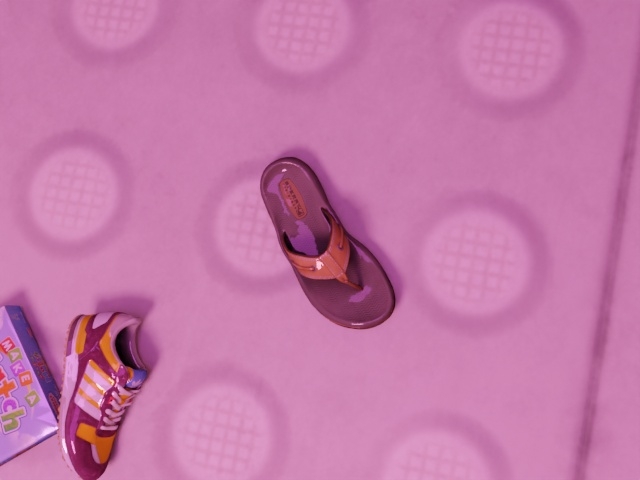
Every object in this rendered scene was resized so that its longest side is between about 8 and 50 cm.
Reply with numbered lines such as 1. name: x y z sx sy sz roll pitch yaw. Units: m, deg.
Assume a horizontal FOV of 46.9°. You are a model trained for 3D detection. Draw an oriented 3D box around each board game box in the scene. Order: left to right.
1. board game box: -0.414 0.196 0.860 0.212 0.039 0.160 -30 78 4

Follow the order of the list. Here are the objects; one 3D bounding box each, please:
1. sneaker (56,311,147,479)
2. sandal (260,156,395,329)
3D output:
1. sneaker: -0.236 0.171 0.815 0.084 0.069 0.185 -4 83 15
2. sandal: 0.000 0.000 0.800 0.090 0.060 0.219 -29 79 6
